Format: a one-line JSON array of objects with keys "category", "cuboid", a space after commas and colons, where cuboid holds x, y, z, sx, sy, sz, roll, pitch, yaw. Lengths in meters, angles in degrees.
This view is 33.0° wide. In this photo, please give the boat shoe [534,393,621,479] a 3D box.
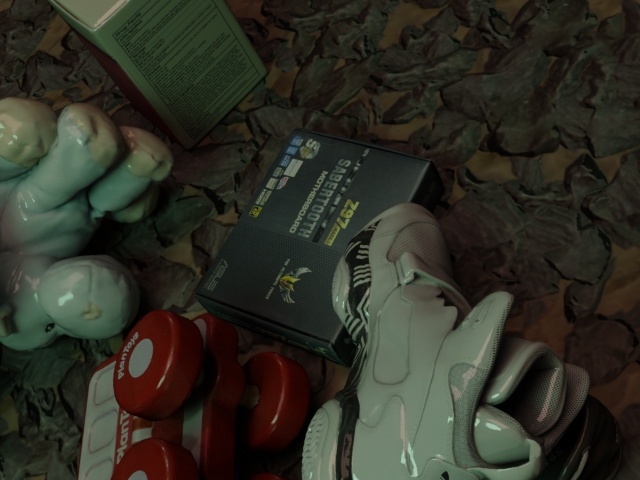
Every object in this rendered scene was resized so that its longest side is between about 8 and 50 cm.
[{"category": "boat shoe", "cuboid": [0.112, 0.244, 0.913, 0.335, 0.095, 0.112, -41, 51, -4]}]

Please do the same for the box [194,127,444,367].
[{"category": "box", "cuboid": [0.000, 0.000, 1.150, 0.183, 0.059, 0.232, 18, 68, 32]}]

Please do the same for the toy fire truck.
[{"category": "toy fire truck", "cuboid": [-0.151, 0.223, 1.031, 0.254, 0.169, 0.302, -31, 47, 38]}]

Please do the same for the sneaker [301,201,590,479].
[{"category": "sneaker", "cuboid": [0.116, 0.085, 0.931, 0.210, 0.137, 0.365, -26, 33, 35]}]

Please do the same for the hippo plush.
[{"category": "hippo plush", "cuboid": [-0.309, -0.005, 1.186, 0.294, 0.234, 0.236, -1, 69, 3]}]

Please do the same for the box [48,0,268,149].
[{"category": "box", "cuboid": [-0.191, -0.247, 1.290, 0.148, 0.232, 0.127, -45, 52, -9]}]
